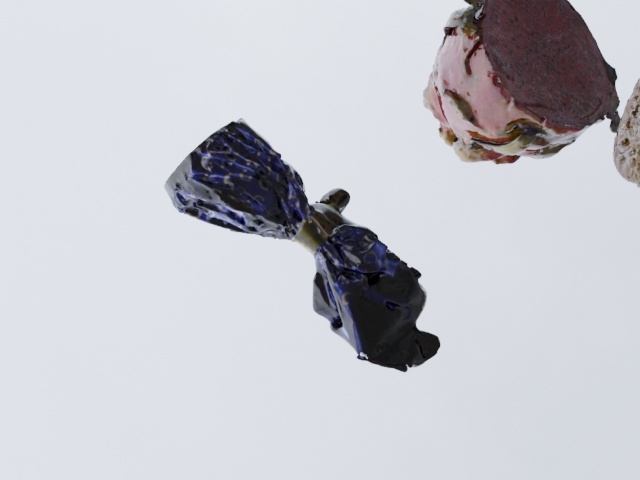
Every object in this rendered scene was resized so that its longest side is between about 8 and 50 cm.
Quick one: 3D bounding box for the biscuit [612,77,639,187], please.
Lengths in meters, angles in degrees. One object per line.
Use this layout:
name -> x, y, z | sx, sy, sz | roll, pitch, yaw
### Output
biscuit -> 0.401, -0.192, 1.171 | 0.038, 0.305, 0.305 | 31, -122, -8

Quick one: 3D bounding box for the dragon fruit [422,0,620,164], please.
dragon fruit -> 0.291, -0.240, 1.839 | 0.296, 0.263, 0.314 | -31, -90, -40

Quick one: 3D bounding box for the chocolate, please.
chocolate -> 0.002, 0.004, 1.214 | 0.343, 0.126, 0.148 | 39, -125, 0
